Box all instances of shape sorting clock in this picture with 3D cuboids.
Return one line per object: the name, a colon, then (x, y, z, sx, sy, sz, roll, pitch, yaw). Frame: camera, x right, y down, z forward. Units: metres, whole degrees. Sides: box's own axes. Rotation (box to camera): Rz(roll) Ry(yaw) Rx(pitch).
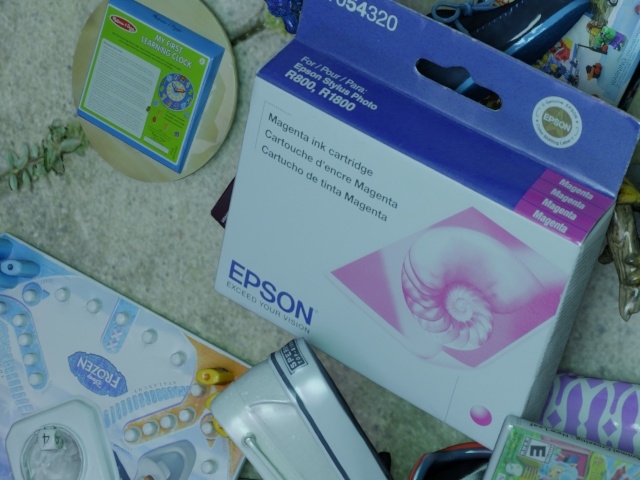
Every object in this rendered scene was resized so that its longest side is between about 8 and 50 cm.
shape sorting clock: (-0.171, -0.162, 1.622, 0.206, 0.040, 0.206, 7, 104, 31)

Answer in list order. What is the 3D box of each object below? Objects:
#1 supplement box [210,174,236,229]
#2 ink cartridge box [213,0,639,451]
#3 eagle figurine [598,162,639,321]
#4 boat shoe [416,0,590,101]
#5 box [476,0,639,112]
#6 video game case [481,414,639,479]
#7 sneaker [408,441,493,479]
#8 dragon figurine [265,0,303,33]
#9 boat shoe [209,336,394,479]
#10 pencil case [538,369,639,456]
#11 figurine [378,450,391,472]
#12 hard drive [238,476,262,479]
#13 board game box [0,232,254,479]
supplement box: (0.000, 0.000, 1.531, 0.188, 0.104, 0.081, 45, 119, 12)
ink cartridge box: (0.074, -0.021, 1.344, 0.324, 0.071, 0.330, 29, 129, 22)
eagle figurine: (0.377, -0.031, 1.296, 0.298, 0.225, 0.226, -14, 141, 2)
boat shoe: (0.112, -0.164, 1.377, 0.258, 0.109, 0.089, -33, 80, 30)
box: (0.208, -0.167, 1.409, 0.159, 0.044, 0.233, 31, 115, 19)
video game case: (0.219, 0.270, 1.360, 0.193, 0.023, 0.212, 18, 113, 1)
sneaker: (0.234, 0.268, 1.423, 0.350, 0.148, 0.131, 10, 77, 26)
dragon figurine: (-0.028, -0.338, 1.440, 0.085, 0.144, 0.289, -13, 96, 30)
boat shoe: (0.006, 0.273, 1.442, 0.156, 0.136, 0.367, -30, 115, 1)
pencil case: (0.236, 0.157, 1.457, 0.206, 0.088, 0.086, 10, 147, 27)
figurine: (0.035, 0.344, 1.574, 0.209, 0.092, 0.215, -34, 100, 5)
hard drive: (-0.060, 0.432, 1.706, 0.233, 0.047, 0.353, 2, 104, 29)
board game box: (-0.290, 0.241, 1.709, 0.390, 0.050, 0.390, 27, 94, 21)
